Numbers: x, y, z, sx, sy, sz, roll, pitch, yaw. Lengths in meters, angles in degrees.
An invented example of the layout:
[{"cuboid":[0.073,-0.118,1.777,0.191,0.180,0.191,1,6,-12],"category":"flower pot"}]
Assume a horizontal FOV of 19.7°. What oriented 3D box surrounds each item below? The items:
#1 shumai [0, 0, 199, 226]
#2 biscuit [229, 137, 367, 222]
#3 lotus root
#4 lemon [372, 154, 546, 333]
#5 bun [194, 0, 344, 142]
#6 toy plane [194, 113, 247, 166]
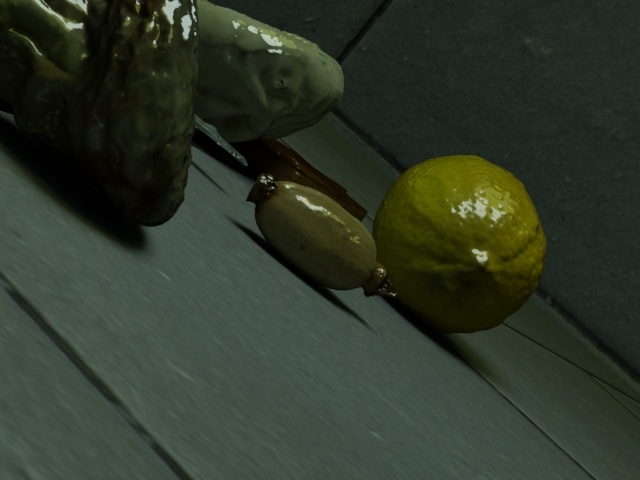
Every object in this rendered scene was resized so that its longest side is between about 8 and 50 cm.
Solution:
[{"cuboid":[-0.149,-0.106,1.147,0.153,0.161,0.209,9,48,-13],"category":"shumai"},{"cuboid":[-0.027,-0.068,1.990,0.182,0.034,0.215,41,7,28],"category":"biscuit"},{"cuboid":[0.000,0.000,1.516,0.150,0.062,0.073,38,13,-12],"category":"lotus root"},{"cuboid":[0.137,0.005,1.821,0.180,0.180,0.193,35,7,-38],"category":"lemon"},{"cuboid":[-0.091,-0.164,1.840,0.231,0.133,0.231,23,4,-2],"category":"bun"},{"cuboid":[-0.153,-0.138,1.642,0.226,0.058,0.226,35,3,-3],"category":"toy plane"}]
